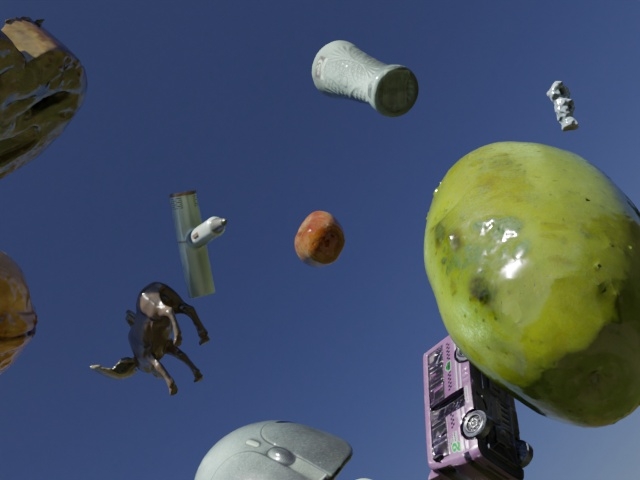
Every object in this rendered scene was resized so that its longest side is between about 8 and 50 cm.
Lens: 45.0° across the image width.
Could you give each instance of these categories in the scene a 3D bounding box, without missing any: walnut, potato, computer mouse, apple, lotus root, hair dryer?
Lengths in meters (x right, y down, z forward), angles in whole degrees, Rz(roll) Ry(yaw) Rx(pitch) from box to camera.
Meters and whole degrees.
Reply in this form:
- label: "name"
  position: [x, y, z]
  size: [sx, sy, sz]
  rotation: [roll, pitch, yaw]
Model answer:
- label: "walnut"
  position: [-0.349, 0.065, 0.720]
  size: [0.144, 0.144, 0.180]
  rotation: [-56, -33, 11]
- label: "potato"
  position: [0.204, 0.027, 0.711]
  size: [0.216, 0.304, 0.216]
  rotation: [-2, -65, -4]
- label: "computer mouse"
  position: [-0.059, 0.289, 0.987]
  size: [0.167, 0.379, 0.090]
  rotation: [-40, -77, -37]
- label: "apple"
  position: [0.002, -0.003, 1.741]
  size: [0.102, 0.126, 0.126]
  rotation: [31, -79, -14]
- label: "lotus root"
  position: [-0.554, -0.192, 1.205]
  size: [0.375, 0.111, 0.390]
  rotation: [-49, -11, 30]
- label: "hair dryer"
  position: [-0.155, 0.008, 1.055]
  size: [0.044, 0.183, 0.155]
  rotation: [-15, -81, -25]

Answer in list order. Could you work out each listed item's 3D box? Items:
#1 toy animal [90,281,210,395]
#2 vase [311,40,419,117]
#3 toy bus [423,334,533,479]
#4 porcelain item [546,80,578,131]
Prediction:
- label: "toy animal"
  position: [-0.246, 0.145, 1.120]
  size: [0.093, 0.186, 0.214]
  rotation: [-24, -43, -49]
- label: "vase"
  position: [0.069, -0.246, 1.184]
  size: [0.096, 0.219, 0.096]
  rotation: [-8, -67, -20]
- label: "toy bus"
  position: [0.167, 0.192, 0.860]
  size: [0.087, 0.178, 0.098]
  rotation: [37, -56, -24]
- label: "porcelain item"
  position: [0.381, -0.212, 1.209]
  size: [0.036, 0.083, 0.028]
  rotation: [-3, -20, -26]
